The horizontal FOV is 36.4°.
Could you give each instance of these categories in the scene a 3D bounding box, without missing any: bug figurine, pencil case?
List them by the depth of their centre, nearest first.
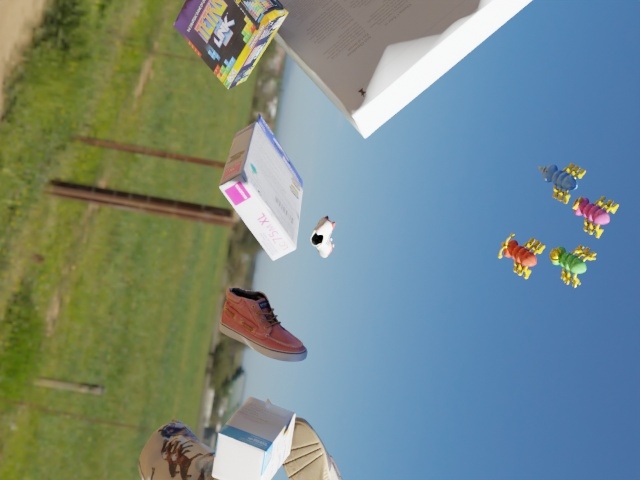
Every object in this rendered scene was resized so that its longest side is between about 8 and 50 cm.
[{"bbox_3d":[0.524,-0.034,2.148,0.072,0.216,0.279,19,99,-52],"label":"bug figurine"},{"bbox_3d":[-0.233,0.549,2.168,0.183,0.410,0.160,-50,141,-21],"label":"pencil case"}]

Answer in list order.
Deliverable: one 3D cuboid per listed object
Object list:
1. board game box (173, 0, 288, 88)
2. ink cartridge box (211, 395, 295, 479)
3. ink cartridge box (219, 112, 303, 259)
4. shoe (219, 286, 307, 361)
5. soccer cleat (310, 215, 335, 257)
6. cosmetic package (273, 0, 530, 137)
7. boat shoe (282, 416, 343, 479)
[{"bbox_3d":[-0.141,-0.339,1.493,0.048,0.141,0.170,-37,173,-40],"label":"board game box"},{"bbox_3d":[-0.106,0.335,1.627,0.143,0.089,0.092,-44,147,-59],"label":"ink cartridge box"},{"bbox_3d":[-0.109,-0.113,1.920,0.186,0.065,0.311,55,20,-23],"label":"ink cartridge box"},{"bbox_3d":[-0.096,0.142,1.672,0.063,0.178,0.081,-19,125,-55],"label":"shoe"},{"bbox_3d":[0.000,0.000,1.313,0.035,0.029,0.083,-41,160,-27],"label":"soccer cleat"},{"bbox_3d":[0.121,-0.390,1.562,0.284,0.377,0.097,51,0,26],"label":"cosmetic package"},{"bbox_3d":[-0.009,0.531,2.217,0.285,0.102,0.092,63,9,0],"label":"boat shoe"}]
